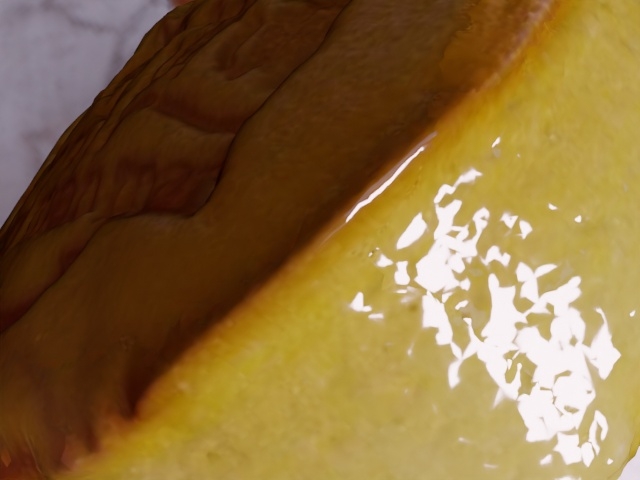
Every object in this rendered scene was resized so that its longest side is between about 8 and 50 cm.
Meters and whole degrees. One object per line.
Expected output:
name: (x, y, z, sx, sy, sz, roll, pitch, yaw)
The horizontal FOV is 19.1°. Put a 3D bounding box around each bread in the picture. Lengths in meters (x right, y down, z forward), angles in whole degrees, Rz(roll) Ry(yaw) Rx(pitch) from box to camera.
bread: (0.000, 0.000, 0.545, 0.148, 0.270, 0.270, 47, 70, -15)
